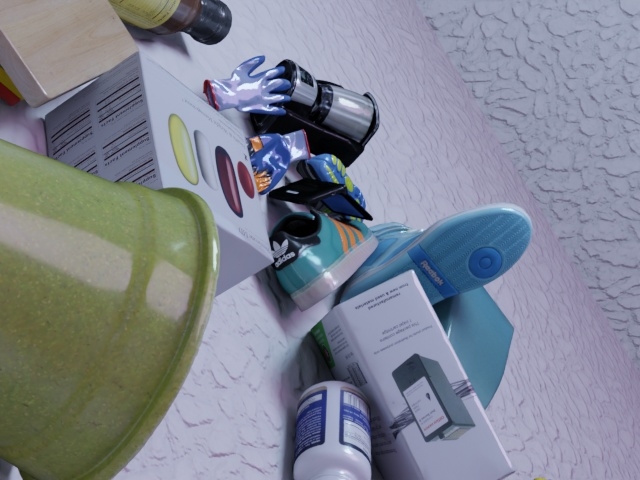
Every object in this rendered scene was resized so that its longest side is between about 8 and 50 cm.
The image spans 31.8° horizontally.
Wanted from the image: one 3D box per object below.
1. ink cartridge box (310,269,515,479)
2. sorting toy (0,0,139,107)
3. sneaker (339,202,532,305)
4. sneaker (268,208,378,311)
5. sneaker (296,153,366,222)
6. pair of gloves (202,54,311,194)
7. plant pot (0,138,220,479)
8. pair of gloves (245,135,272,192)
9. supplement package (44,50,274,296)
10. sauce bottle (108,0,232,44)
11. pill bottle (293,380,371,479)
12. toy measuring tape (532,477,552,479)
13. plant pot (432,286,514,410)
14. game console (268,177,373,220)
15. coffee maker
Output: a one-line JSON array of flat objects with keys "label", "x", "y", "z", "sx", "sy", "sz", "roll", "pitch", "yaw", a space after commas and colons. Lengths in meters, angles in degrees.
[{"label": "ink cartridge box", "x": 0.114, "y": 0.208, "z": 1.488, "sx": 0.289, "sy": 0.121, "sz": 0.211, "roll": 64, "pitch": -15, "yaw": 7}, {"label": "sorting toy", "x": -0.346, "y": -0.268, "z": 1.230, "sx": 0.255, "sy": 0.089, "sz": 0.257, "roll": 57, "pitch": 21, "yaw": -10}, {"label": "sneaker", "x": 0.166, "y": 0.008, "z": 1.736, "sx": 0.127, "sy": 0.319, "sz": 0.208, "roll": 57, "pitch": 13, "yaw": -21}, {"label": "sneaker", "x": 0.000, "y": 0.000, "z": 1.638, "sx": 0.121, "sy": 0.108, "sz": 0.302, "roll": 54, "pitch": 17, "yaw": -4}, {"label": "sneaker", "x": 0.018, "y": -0.070, "z": 1.813, "sx": 0.067, "sy": 0.078, "sz": 0.188, "roll": -62, "pitch": 140, "yaw": -31}, {"label": "pair of gloves", "x": -0.090, "y": -0.168, "z": 1.645, "sx": 0.159, "sy": 0.023, "sz": 0.198, "roll": -19, "pitch": 98, "yaw": -38}, {"label": "plant pot", "x": -0.260, "y": 0.027, "z": 0.865, "sx": 0.254, "sy": 0.276, "sz": 0.276, "roll": 32, "pitch": 34, "yaw": -32}, {"label": "pair of gloves", "x": -0.103, "y": -0.107, "z": 1.606, "sx": 0.074, "sy": 0.010, "sz": 0.083, "roll": -23, "pitch": 99, "yaw": -38}, {"label": "supplement package", "x": -0.180, "y": -0.058, "z": 1.252, "sx": 0.194, "sy": 0.149, "sz": 0.203, "roll": 35, "pitch": 32, "yaw": -48}, {"label": "sauce bottle", "x": -0.241, "y": -0.347, "z": 1.539, "sx": 0.344, "sy": 0.111, "sz": 0.111, "roll": 14, "pitch": 50, "yaw": -63}, {"label": "pill bottle", "x": 0.015, "y": 0.260, "z": 1.361, "sx": 0.094, "sy": 0.094, "sz": 0.169, "roll": 49, "pitch": 25, "yaw": -28}, {"label": "toy measuring tape", "x": 0.415, "y": 0.538, "z": 1.873, "sx": 0.121, "sy": 0.121, "sz": 0.330, "roll": 41, "pitch": 29, "yaw": -41}, {"label": "plant pot", "x": 0.183, "y": 0.184, "z": 1.748, "sx": 0.166, "sy": 0.165, "sz": 0.234, "roll": 52, "pitch": 31, "yaw": -21}, {"label": "game console", "x": -0.001, "y": -0.051, "z": 1.674, "sx": 0.107, "sy": 0.122, "sz": 0.071, "roll": -22, "pitch": 108, "yaw": -27}, {"label": "coffee maker", "x": -0.021, "y": -0.185, "z": 1.794, "sx": 0.178, "sy": 0.171, "sz": 0.120, "roll": 19, "pitch": 15, "yaw": -30}]
